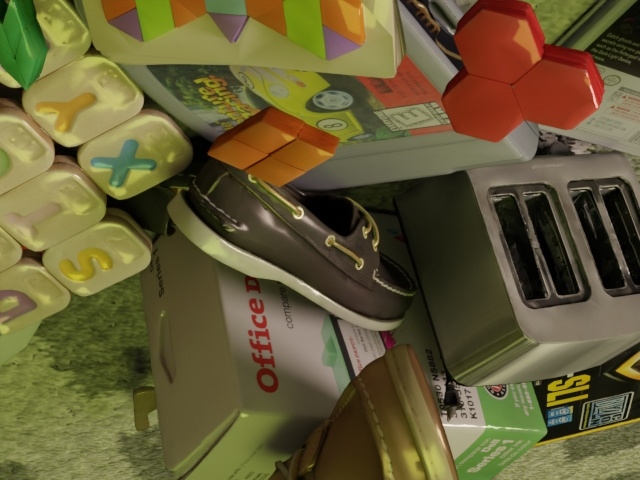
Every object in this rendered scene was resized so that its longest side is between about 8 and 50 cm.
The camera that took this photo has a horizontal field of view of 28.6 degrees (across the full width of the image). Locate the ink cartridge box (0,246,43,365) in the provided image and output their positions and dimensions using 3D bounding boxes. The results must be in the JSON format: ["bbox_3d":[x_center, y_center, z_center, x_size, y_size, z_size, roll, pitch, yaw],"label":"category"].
[{"bbox_3d":[-0.282,0.027,0.936,0.232,0.066,0.189,-32,145,34],"label":"ink cartridge box"}]

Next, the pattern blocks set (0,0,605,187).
[{"bbox_3d":[-0.045,-0.140,0.616,0.324,0.026,0.285,-5,130,26],"label":"pattern blocks set"}]

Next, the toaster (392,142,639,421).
[{"bbox_3d":[0.162,0.023,0.950,0.168,0.186,0.110,-5,160,-29],"label":"toaster"}]

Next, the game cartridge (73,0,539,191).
[{"bbox_3d":[-0.007,-0.109,0.768,0.196,0.060,0.294,-3,158,30],"label":"game cartridge"}]

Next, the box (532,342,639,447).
[{"bbox_3d":[0.315,0.087,1.240,0.257,0.079,0.322,-12,149,1],"label":"box"}]

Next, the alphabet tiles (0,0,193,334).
[{"bbox_3d":[-0.237,-0.043,0.807,0.278,0.021,0.284,-24,134,15],"label":"alphabet tiles"}]

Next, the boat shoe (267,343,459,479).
[{"bbox_3d":[0.023,0.188,0.858,0.110,0.122,0.341,-10,145,-10],"label":"boat shoe"}]

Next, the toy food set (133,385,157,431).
[{"bbox_3d":[-0.088,0.127,1.194,0.192,0.039,0.132,-11,156,-15],"label":"toy food set"}]

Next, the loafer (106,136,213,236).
[{"bbox_3d":[-0.115,-0.032,0.894,0.170,0.061,0.062,-12,148,-3],"label":"loafer"}]

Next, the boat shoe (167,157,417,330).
[{"bbox_3d":[0.000,0.000,0.868,0.227,0.081,0.069,25,109,-44],"label":"boat shoe"}]

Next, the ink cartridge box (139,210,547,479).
[{"bbox_3d":[0.015,0.083,0.994,0.278,0.201,0.117,8,142,-30],"label":"ink cartridge box"}]

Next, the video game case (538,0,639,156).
[{"bbox_3d":[0.254,-0.128,0.923,0.190,0.022,0.173,11,142,-33],"label":"video game case"}]
